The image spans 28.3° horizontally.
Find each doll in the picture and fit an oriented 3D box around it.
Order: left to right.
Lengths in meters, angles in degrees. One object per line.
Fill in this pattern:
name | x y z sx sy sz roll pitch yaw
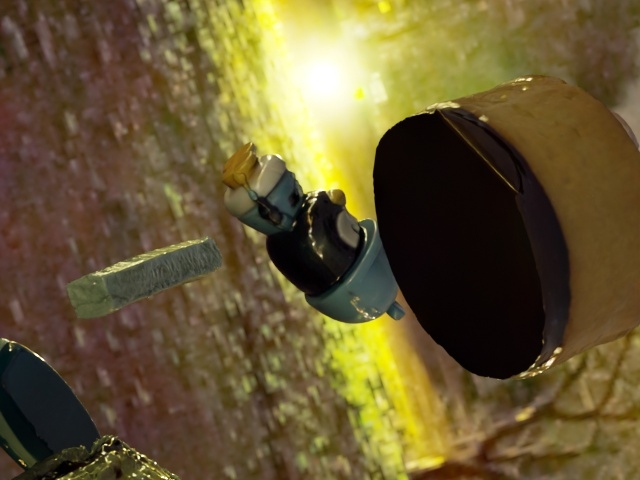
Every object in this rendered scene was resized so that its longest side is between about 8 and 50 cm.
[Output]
doll | 0.000 0.000 1.673 0.314 0.141 0.177 44 12 -17

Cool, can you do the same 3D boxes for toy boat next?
toy boat | -0.324 0.229 1.531 0.299 0.062 0.096 63 36 -43

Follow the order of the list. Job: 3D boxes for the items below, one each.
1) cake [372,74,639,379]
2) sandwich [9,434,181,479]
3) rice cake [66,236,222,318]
cake | 0.154 -0.020 0.828 0.185 0.178 0.208 66 -20 6
sandwich | -0.264 0.369 1.436 0.131 0.325 0.262 21 -51 55
rice cake | -0.153 0.031 1.163 0.245 0.045 0.042 -20 93 -71
